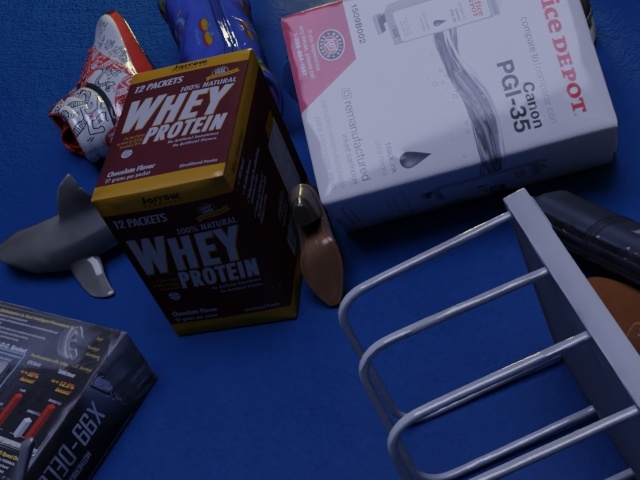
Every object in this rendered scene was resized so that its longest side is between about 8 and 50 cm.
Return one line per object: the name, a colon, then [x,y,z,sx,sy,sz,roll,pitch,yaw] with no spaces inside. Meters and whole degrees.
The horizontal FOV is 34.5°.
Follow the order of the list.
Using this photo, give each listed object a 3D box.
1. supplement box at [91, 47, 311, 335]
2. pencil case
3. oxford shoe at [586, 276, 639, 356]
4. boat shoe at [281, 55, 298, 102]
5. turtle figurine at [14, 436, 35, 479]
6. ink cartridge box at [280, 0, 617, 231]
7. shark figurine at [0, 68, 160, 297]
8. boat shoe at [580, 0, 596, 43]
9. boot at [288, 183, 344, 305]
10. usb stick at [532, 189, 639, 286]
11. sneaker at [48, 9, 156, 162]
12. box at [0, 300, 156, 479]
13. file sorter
supplement box: [-0.105,-0.046,1.010,0.129,0.194,0.191,-10,44,16]
pencil case: [-0.128,-0.238,1.265,0.119,0.133,0.306,-12,43,-6]
oxford shoe: [0.272,0.077,0.805,0.076,0.076,0.212,-37,42,-11]
boat shoe: [0.088,-0.183,1.153,0.258,0.109,0.089,8,42,10]
turtle figurine: [-0.291,0.289,0.734,0.266,0.274,0.198,-27,26,10]
ink cartridge box: [0.126,-0.150,1.009,0.283,0.117,0.207,-15,75,10]
shark figurine: [-0.235,-0.056,1.132,0.278,0.116,0.166,-42,47,-10]
boat shoe: [0.162,-0.267,1.192,0.305,0.091,0.109,7,50,30]
boot: [0.000,0.000,1.018,0.042,0.118,0.087,-16,7,9]
usb stick: [0.290,0.023,0.859,0.077,0.045,0.278,-1,23,-43]
sneaker: [-0.289,-0.201,1.331,0.145,0.090,0.270,-28,44,-8]
box: [-0.348,0.172,0.985,0.307,0.076,0.242,9,51,31]
file sorter: [0.142,0.143,0.711,0.173,0.193,0.277,-25,42,3]
